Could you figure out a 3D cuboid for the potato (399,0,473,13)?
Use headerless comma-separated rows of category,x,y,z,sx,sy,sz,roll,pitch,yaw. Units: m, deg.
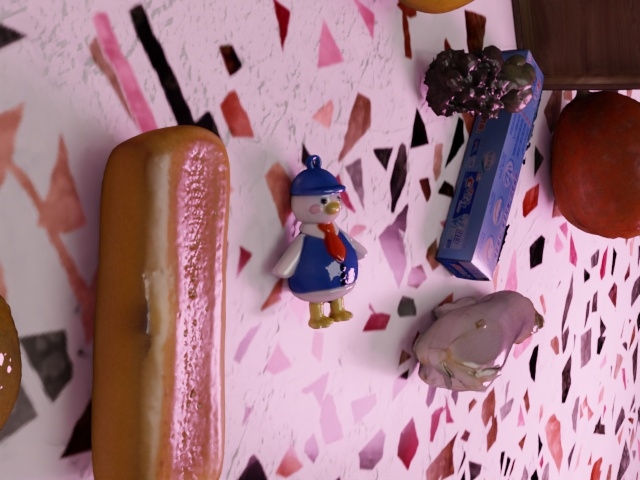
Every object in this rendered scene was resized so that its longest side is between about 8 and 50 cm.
potato,0.084,-0.283,0.673,0.194,0.157,0.157,10,88,-42

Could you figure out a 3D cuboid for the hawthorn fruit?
hawthorn fruit,0.407,-0.122,1.125,0.199,0.199,0.251,-31,96,-48

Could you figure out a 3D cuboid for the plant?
plant,0.178,-0.167,0.852,0.174,0.087,0.085,-9,135,-45

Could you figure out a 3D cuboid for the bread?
bread,-0.103,0.047,0.508,0.092,0.073,0.240,-3,98,-53

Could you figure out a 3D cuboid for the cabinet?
cabinet,0.375,-0.305,1.038,0.215,0.174,0.148,-43,129,-42

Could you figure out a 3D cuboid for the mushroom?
mushroom,0.193,0.108,0.923,0.278,0.099,0.096,-20,117,-55

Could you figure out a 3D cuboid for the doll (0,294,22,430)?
doll,-0.219,0.100,0.348,0.210,0.097,0.137,-55,175,-24

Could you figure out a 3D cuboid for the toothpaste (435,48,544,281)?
toothpaste,0.201,-0.090,0.937,0.066,0.053,0.272,34,68,-47

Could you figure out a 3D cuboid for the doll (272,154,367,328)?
doll,0.000,0.000,0.665,0.098,0.057,0.143,-10,99,-38
